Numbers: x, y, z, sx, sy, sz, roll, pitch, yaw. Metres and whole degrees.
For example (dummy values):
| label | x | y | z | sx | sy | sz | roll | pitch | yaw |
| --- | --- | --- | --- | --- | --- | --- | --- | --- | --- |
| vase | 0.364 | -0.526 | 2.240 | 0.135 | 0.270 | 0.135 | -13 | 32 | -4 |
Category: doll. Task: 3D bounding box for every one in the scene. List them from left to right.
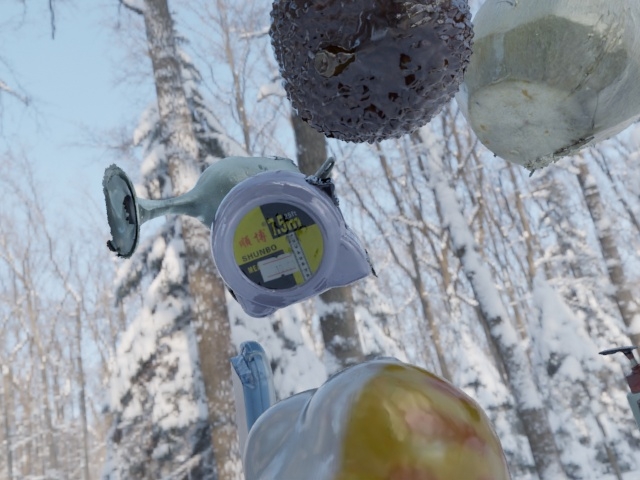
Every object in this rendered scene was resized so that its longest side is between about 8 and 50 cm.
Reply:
| label | x | y | z | sx | sy | sz | roll | pitch | yaw |
| --- | --- | --- | --- | --- | --- | --- | --- | --- | --- |
| doll | 0.003 | 0.183 | 0.356 | 0.166 | 0.162 | 0.269 | -42 | 3 | 46 |

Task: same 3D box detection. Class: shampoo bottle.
| label | x | y | z | sx | sy | sz | roll | pitch | yaw |
| --- | --- | --- | --- | --- | --- | --- | --- | --- | --- |
| shampoo bottle | 0.640 | 0.320 | 1.347 | 0.071 | 0.284 | 0.153 | -5 | -27 | -44 |

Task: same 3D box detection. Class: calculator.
| label | x | y | z | sx | sy | sz | roll | pitch | yaw |
| --- | --- | --- | --- | --- | --- | --- | --- | --- | --- |
| calculator | -0.077 | 0.225 | 0.863 | 0.039 | 0.211 | 0.121 | -7 | 9 | -14 |

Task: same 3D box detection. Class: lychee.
| label | x | y | z | sx | sy | sz | roll | pitch | yaw |
| --- | --- | --- | --- | --- | --- | --- | --- | --- | --- |
| lychee | 0.045 | -0.183 | 0.648 | 0.194 | 0.195 | 0.194 | -11 | -20 | -4 |

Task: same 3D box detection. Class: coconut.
| label | x | y | z | sx | sy | sz | roll | pitch | yaw |
| --- | --- | --- | --- | --- | --- | --- | --- | --- | --- |
| coconut | 0.434 | -0.326 | 1.301 | 0.346 | 0.360 | 0.346 | 21 | -30 | 13 |

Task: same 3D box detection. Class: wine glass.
| label | x | y | z | sx | sy | sz | roll | pitch | yaw |
| --- | --- | --- | --- | --- | --- | --- | --- | --- | --- |
| wine glass | -0.177 | -0.061 | 1.121 | 0.321 | 0.144 | 0.143 | -8 | -18 | -38 |

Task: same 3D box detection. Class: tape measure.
| label | x | y | z | sx | sy | sz | roll | pitch | yaw |
| --- | --- | --- | --- | --- | --- | --- | --- | --- | --- |
| tape measure | -0.045 | -0.005 | 0.921 | 0.196 | 0.179 | 0.105 | -17 | 14 | 6 |
